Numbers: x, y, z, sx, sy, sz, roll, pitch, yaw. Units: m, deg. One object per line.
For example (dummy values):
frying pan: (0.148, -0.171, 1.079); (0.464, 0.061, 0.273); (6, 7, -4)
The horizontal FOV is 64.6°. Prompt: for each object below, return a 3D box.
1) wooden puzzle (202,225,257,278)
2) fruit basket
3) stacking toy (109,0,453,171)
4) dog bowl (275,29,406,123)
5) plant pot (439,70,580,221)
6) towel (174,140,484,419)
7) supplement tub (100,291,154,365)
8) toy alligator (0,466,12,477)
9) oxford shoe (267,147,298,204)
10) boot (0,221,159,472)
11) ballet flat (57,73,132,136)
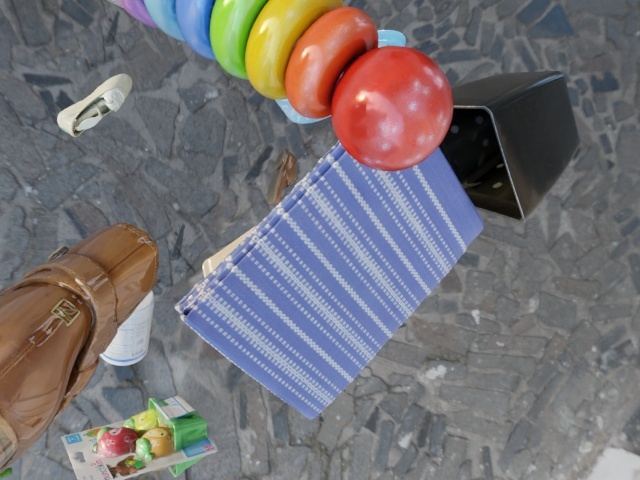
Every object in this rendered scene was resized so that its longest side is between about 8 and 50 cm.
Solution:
wooden puzzle: (-0.218, 0.158, 1.552); (0.080, 0.347, 0.323); (-3, 73, -45)
fruit basket: (-0.511, 0.557, 1.425); (0.352, 0.327, 0.166); (3, 93, -35)
stacking toy: (-0.036, -0.173, 0.406); (0.330, 0.141, 0.141); (40, 77, 12)
dog bowl: (0.043, -0.339, 1.059); (0.297, 0.166, 0.074); (-22, 131, 5)
plant pot: (0.287, -0.167, 0.791); (0.166, 0.188, 0.188); (-34, 116, -11)
towel: (0.034, 0.022, 0.575); (0.336, 0.040, 0.243); (-47, 123, -7)
supplement tub: (-0.278, 0.118, 0.722); (0.070, 0.071, 0.107); (9, 121, -15)
toy alligator: (-0.309, 0.183, 0.456); (0.051, 0.056, 0.190); (-5, 75, -26)
oxford shoe: (-0.113, -0.195, 1.604); (0.076, 0.076, 0.213); (30, 57, -24)
boot: (-0.240, 0.101, 0.366); (0.109, 0.283, 0.220); (42, 47, -11)
ballet flat: (-0.635, -0.386, 1.462); (0.248, 0.086, 0.086); (-41, 98, -13)
